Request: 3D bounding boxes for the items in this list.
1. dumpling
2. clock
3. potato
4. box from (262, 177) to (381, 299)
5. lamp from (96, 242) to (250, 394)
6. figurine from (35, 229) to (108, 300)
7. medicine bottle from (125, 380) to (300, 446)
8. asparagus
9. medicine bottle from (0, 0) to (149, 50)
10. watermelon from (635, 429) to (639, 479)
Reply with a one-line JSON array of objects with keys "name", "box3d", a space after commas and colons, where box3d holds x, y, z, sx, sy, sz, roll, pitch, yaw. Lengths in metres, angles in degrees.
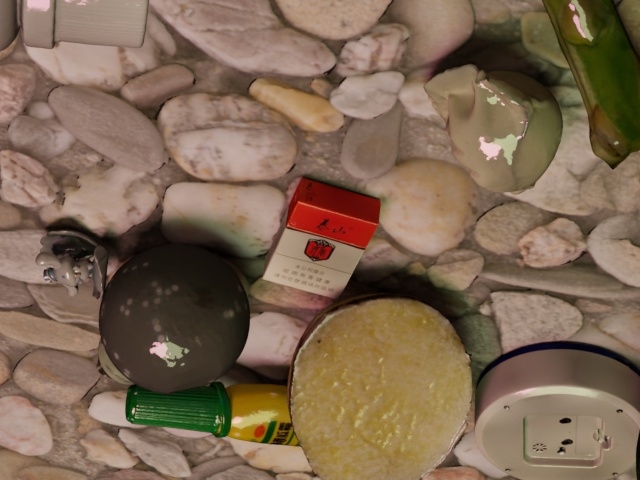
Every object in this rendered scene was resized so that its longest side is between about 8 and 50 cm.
[{"name": "dumpling", "box3d": [0.175, -0.122, 1.627, 0.155, 0.111, 0.181, 33, 134, 18]}, {"name": "clock", "box3d": [0.316, 0.232, 2.011, 0.230, 0.083, 0.230, 3, 139, 3]}, {"name": "potato", "box3d": [0.071, 0.171, 1.949, 0.239, 0.116, 0.299, -12, 122, -1]}, {"name": "box", "box3d": [0.000, 0.000, 1.826, 0.100, 0.048, 0.152, 14, 141, -11]}, {"name": "lamp", "box3d": [-0.217, 0.122, 1.901, 0.182, 0.182, 0.314, 32, 137, -24]}, {"name": "figurine", "box3d": [-0.303, 0.032, 1.883, 0.086, 0.082, 0.094, 4, 139, -7]}, {"name": "medicine bottle", "box3d": [-0.104, 0.226, 2.037, 0.309, 0.076, 0.111, 8, 145, -15]}, {"name": "asparagus", "box3d": [0.272, -0.198, 1.540, 0.085, 0.082, 0.343, 23, 153, 43]}, {"name": "medicine bottle", "box3d": [-0.302, -0.292, 1.398, 0.306, 0.245, 0.245, 6, 139, -9]}, {"name": "watermelon", "box3d": [0.550, 0.279, 1.839, 0.363, 0.363, 0.363, 5, 139, 4]}]
